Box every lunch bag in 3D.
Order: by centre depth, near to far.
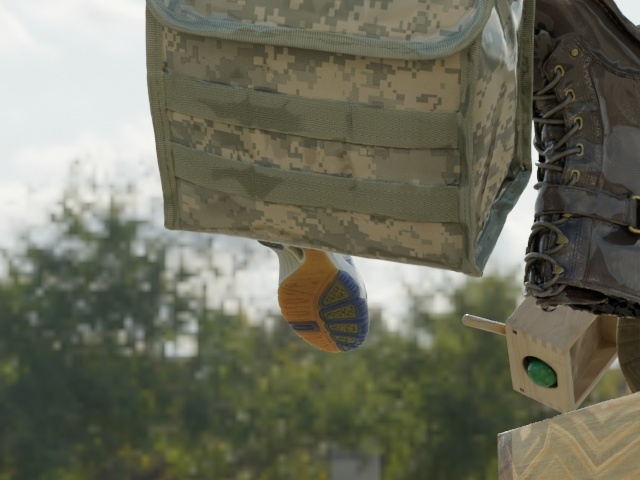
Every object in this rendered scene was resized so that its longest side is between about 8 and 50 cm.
[{"bbox_3d":[0.015,-0.141,1.238,0.235,0.287,0.169,9,35,18],"label":"lunch bag"}]

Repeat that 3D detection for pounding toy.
[{"bbox_3d":[0.228,0.093,1.939,0.100,0.141,0.130,25,-33,31],"label":"pounding toy"}]

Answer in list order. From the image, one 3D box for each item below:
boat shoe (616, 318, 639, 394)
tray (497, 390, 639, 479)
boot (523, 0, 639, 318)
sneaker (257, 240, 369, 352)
[{"bbox_3d":[0.280,0.111,1.583,0.056,0.153,0.048,-14,-4,14],"label":"boat shoe"},{"bbox_3d":[0.318,0.137,0.996,0.411,0.076,0.203,11,-21,-29],"label":"tray"},{"bbox_3d":[0.174,-0.064,1.373,0.263,0.229,0.091,18,-18,-29],"label":"boot"},{"bbox_3d":[0.000,0.000,2.254,0.112,0.131,0.296,-2,-48,20],"label":"sneaker"}]
